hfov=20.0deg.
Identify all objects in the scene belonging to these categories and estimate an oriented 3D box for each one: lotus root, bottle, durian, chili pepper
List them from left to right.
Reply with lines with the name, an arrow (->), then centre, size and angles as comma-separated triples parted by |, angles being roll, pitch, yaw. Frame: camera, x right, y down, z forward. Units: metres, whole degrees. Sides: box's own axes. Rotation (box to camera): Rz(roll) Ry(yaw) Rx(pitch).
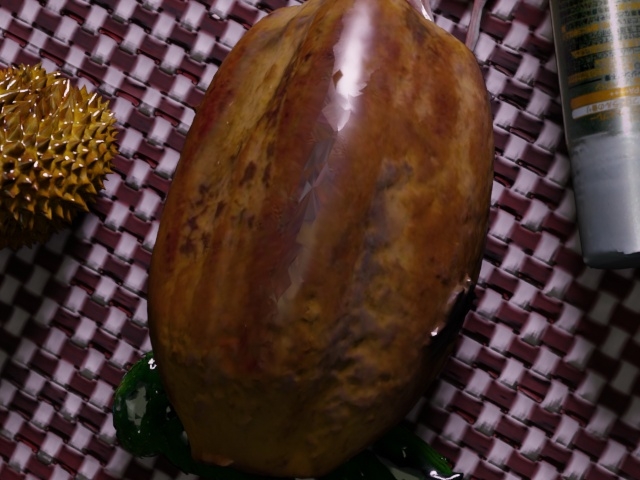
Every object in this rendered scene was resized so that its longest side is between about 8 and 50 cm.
durian -> -0.220, -0.053, 1.156 | 0.158, 0.168, 0.137 | -14, 99, 32
chili pepper -> -0.023, 0.125, 1.127 | 0.224, 0.061, 0.098 | 19, 76, 20
lotus root -> 0.004, 0.004, 1.072 | 0.193, 0.193, 0.291 | 11, 73, 17
bottle -> 0.178, -0.127, 1.078 | 0.082, 0.082, 0.286 | -8, 83, 16

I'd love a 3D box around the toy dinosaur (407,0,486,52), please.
toy dinosaur -> 0.072, -0.183, 1.141 | 0.108, 0.032, 0.220 | 31, 105, 12
